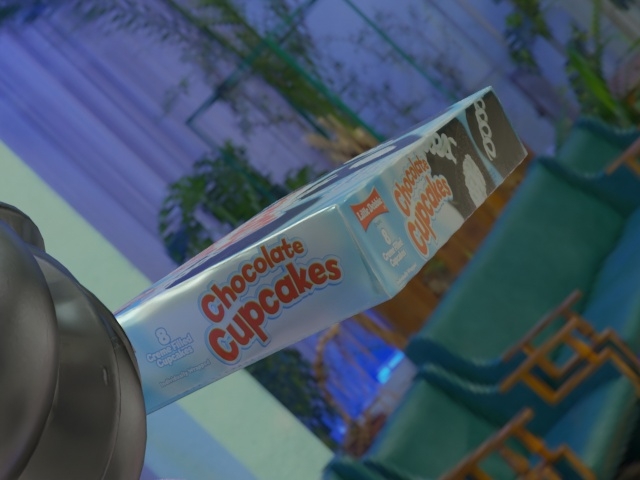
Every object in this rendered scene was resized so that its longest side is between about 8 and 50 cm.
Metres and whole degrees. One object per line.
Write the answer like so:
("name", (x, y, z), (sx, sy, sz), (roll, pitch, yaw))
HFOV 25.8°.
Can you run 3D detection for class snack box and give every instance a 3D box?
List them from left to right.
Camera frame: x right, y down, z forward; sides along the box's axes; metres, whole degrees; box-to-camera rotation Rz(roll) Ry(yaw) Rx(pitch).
("snack box", (0.000, 0.000, 0.838), (0.187, 0.060, 0.322), (-28, 5, 25))

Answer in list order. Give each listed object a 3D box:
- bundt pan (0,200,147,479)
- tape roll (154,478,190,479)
("bundt pan", (-0.177, -0.003, 0.458), (0.124, 0.331, 0.331), (-42, 1, -6))
("tape roll", (-0.136, 0.316, 1.254), (0.189, 0.189, 0.080), (-46, 13, 6))
